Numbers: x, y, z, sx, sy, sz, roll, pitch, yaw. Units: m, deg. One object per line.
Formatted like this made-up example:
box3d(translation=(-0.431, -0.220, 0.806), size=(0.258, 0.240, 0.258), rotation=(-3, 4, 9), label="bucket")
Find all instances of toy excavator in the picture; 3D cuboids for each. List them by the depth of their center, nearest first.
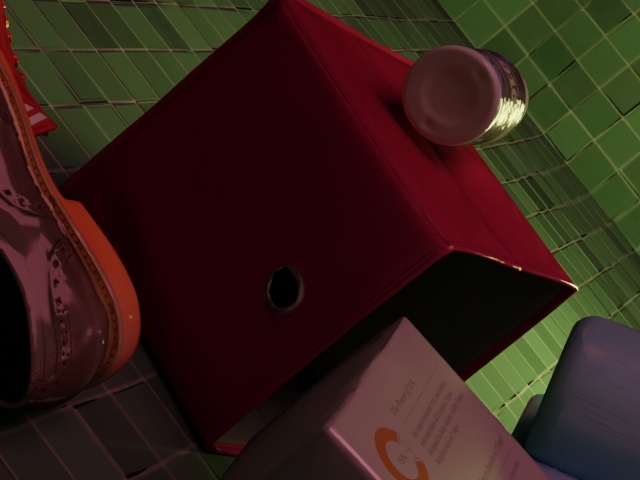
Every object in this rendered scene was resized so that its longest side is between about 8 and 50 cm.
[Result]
box3d(translation=(0.280, 0.117, 1.627), size=(0.222, 0.445, 0.433), rotation=(24, 13, 8), label="toy excavator")

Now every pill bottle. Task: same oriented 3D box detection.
box3d(translation=(0.118, -0.113, 1.540), size=(0.078, 0.078, 0.137), rotation=(53, 16, 8), label="pill bottle")

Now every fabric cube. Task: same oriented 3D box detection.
box3d(translation=(0.000, 0.000, 1.566), size=(0.258, 0.254, 0.259), rotation=(58, 19, 23), label="fabric cube")

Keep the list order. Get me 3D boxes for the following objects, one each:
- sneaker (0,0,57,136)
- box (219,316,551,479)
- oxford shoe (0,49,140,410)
box3d(translation=(-0.265, -0.137, 1.511), size=(0.128, 0.087, 0.221), rotation=(50, 27, -31), label="sneaker")
box3d(translation=(0.089, 0.258, 1.351), size=(0.345, 0.168, 0.215), rotation=(49, 23, -3), label="box")
box3d(translation=(-0.256, -0.051, 1.248), size=(0.363, 0.130, 0.133), rotation=(51, 23, 3), label="oxford shoe")
